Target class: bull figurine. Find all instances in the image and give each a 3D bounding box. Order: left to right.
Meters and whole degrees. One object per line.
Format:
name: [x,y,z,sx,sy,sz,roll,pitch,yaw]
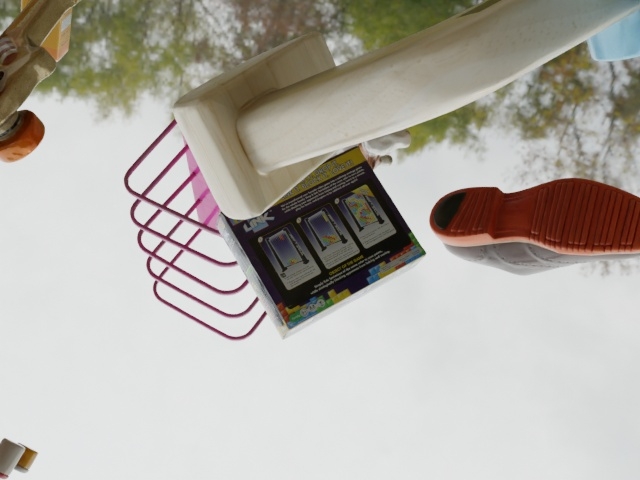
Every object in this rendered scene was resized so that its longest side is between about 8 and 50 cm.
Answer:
bull figurine: [0.041,-0.135,1.506,0.188,0.310,0.101,-17,-101,-58]

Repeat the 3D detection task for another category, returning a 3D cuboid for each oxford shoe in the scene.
oxford shoe: [0.267,-0.008,0.993,0.271,0.098,0.097,6,-121,37]

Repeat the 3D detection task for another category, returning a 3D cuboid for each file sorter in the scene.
file sorter: [-0.149,-0.016,1.234,0.202,0.291,0.182,25,-122,17]

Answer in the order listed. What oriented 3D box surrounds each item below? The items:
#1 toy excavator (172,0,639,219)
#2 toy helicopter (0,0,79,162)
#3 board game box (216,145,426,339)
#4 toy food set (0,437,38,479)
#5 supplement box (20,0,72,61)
toy excavator: [0.173,-0.149,0.453,0.445,0.222,0.433,-31,-162,-22]
toy helicopter: [-0.471,-0.286,1.274,0.235,0.140,0.355,9,-121,35]
board game box: [0.000,0.000,0.876,0.170,0.048,0.141,-27,-103,-19]
toy food set: [-0.570,0.333,1.330,0.232,0.111,0.104,34,-109,-21]
supplement box: [-0.488,-0.448,1.522,0.078,0.233,0.080,14,-149,-4]
